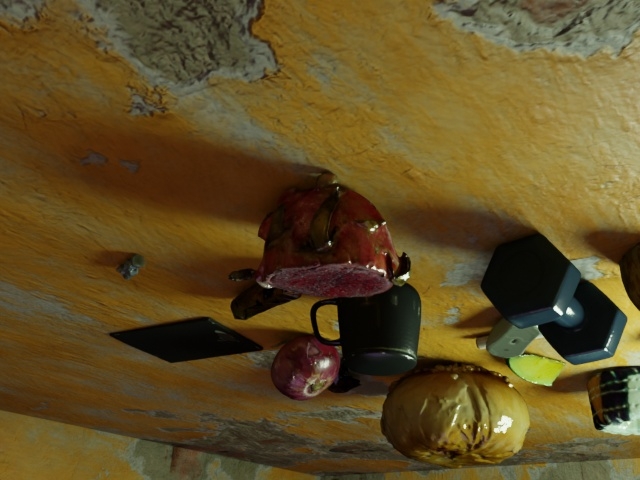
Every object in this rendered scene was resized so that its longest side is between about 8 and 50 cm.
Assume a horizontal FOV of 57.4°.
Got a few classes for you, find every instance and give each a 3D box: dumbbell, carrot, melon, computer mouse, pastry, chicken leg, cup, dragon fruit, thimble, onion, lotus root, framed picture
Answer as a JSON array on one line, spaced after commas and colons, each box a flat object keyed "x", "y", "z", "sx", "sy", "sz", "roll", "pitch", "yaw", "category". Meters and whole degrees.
[{"x": 0.428, "y": 0.115, "z": 1.056, "sx": 0.144, "sy": 0.160, "sz": 0.324, "roll": 14, "pitch": 168, "yaw": 48, "category": "dumbbell"}, {"x": -0.109, "y": 0.111, "z": 1.177, "sx": 0.069, "sy": 0.069, "sz": 0.228, "roll": 22, "pitch": 147, "yaw": -32, "category": "carrot"}, {"x": 0.556, "y": 0.327, "z": 1.530, "sx": 0.261, "sy": 0.053, "sz": 0.114, "roll": 26, "pitch": 136, "yaw": -37, "category": "melon"}, {"x": 0.432, "y": 0.199, "z": 1.300, "sx": 0.089, "sy": 0.056, "sz": 0.182, "roll": 10, "pitch": 142, "yaw": -6, "category": "computer mouse"}, {"x": 0.364, "y": 0.475, "z": 1.609, "sx": 0.409, "sy": 0.245, "sz": 0.410, "roll": 2, "pitch": 148, "yaw": 1, "category": "pastry"}, {"x": 0.046, "y": 0.400, "z": 1.691, "sx": 0.105, "sy": 0.063, "sz": 0.234, "roll": -2, "pitch": 153, "yaw": 18, "category": "chicken leg"}, {"x": 0.090, "y": 0.173, "z": 1.159, "sx": 0.223, "sy": 0.177, "sz": 0.169, "roll": -2, "pitch": 154, "yaw": 7, "category": "cup"}, {"x": 0.000, "y": 0.000, "z": 0.908, "sx": 0.282, "sy": 0.147, "sz": 0.211, "roll": 1, "pitch": 160, "yaw": 10, "category": "dragon fruit"}, {"x": 0.869, "y": 0.445, "z": 1.613, "sx": 0.237, "sy": 0.150, "sz": 0.237, "roll": 1, "pitch": 150, "yaw": 1, "category": "thimble"}, {"x": -0.037, "y": 0.312, "z": 1.453, "sx": 0.177, "sy": 0.154, "sz": 0.177, "roll": -2, "pitch": 134, "yaw": -2, "category": "onion"}, {"x": 0.577, "y": 0.075, "z": 1.012, "sx": 0.095, "sy": 0.135, "sz": 0.159, "roll": -17, "pitch": 132, "yaw": 34, "category": "lotus root"}, {"x": -0.349, "y": 0.268, "z": 1.535, "sx": 0.323, "sy": 0.013, "sz": 0.244, "roll": -13, "pitch": 148, "yaw": 25, "category": "framed picture"}]

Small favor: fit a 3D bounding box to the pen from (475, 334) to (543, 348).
[{"x": 0.485, "y": 0.215, "z": 1.346, "sx": 0.269, "sy": 0.033, "sz": 0.033, "roll": -20, "pitch": 144, "yaw": 35, "category": "pen"}]

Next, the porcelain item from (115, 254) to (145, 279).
[{"x": -0.366, "y": 0.052, "z": 1.129, "sx": 0.036, "sy": 0.028, "sz": 0.083, "roll": 39, "pitch": 139, "yaw": -23, "category": "porcelain item"}]
